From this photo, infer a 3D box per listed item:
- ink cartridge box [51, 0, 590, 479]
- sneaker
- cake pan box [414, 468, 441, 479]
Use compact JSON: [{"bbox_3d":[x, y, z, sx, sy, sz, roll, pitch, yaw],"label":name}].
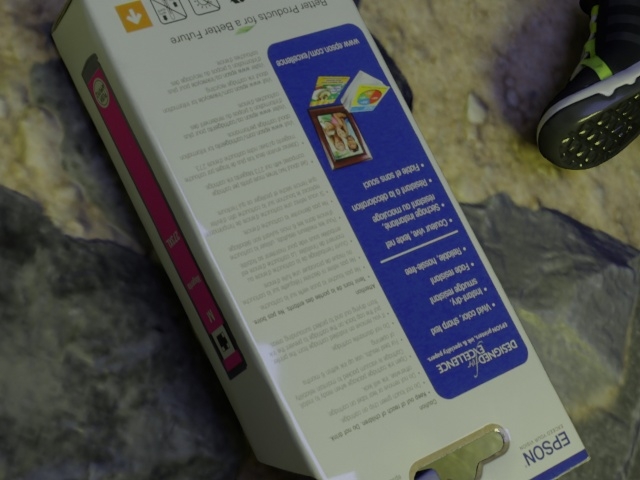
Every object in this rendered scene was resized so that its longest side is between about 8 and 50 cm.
[{"bbox_3d":[0.000,0.000,0.848,0.176,0.069,0.371,-21,77,-34],"label":"ink cartridge box"},{"bbox_3d":[0.215,-0.135,1.043,0.097,0.084,0.235,42,54,19],"label":"sneaker"},{"bbox_3d":[0.026,0.291,0.787,0.267,0.070,0.245,-29,92,-35],"label":"cake pan box"}]
